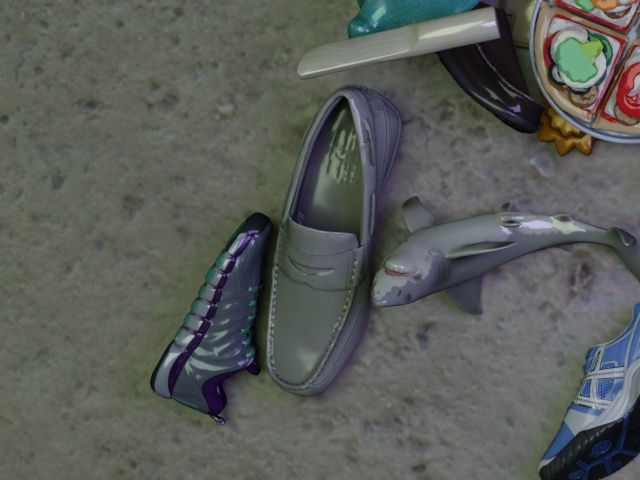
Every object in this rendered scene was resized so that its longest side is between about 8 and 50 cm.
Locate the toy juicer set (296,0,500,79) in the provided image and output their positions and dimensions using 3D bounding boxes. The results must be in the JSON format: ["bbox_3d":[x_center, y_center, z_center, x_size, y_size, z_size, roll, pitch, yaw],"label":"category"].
[{"bbox_3d":[0.130,-0.249,1.546,0.209,0.089,0.329,6,53,25],"label":"toy juicer set"}]

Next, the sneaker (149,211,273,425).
[{"bbox_3d":[-0.087,0.081,1.713,0.098,0.083,0.223,30,104,0],"label":"sneaker"}]

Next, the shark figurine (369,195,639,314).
[{"bbox_3d":[0.179,0.026,1.600,0.278,0.166,0.116,-7,118,-4],"label":"shark figurine"}]

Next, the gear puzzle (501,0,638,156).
[{"bbox_3d":[0.261,-0.249,1.590,0.175,0.044,0.339,13,93,22],"label":"gear puzzle"}]

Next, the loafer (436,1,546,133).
[{"bbox_3d":[0.152,-0.196,1.604,0.078,0.080,0.220,-43,66,12],"label":"loafer"}]

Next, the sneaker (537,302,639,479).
[{"bbox_3d":[0.278,0.149,1.556,0.211,0.080,0.081,-51,46,18],"label":"sneaker"}]

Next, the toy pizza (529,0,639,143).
[{"bbox_3d":[0.292,-0.191,1.540,0.201,0.032,0.201,1,92,22],"label":"toy pizza"}]

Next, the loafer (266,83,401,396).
[{"bbox_3d":[0.000,0.000,1.649,0.112,0.111,0.319,12,92,22],"label":"loafer"}]
